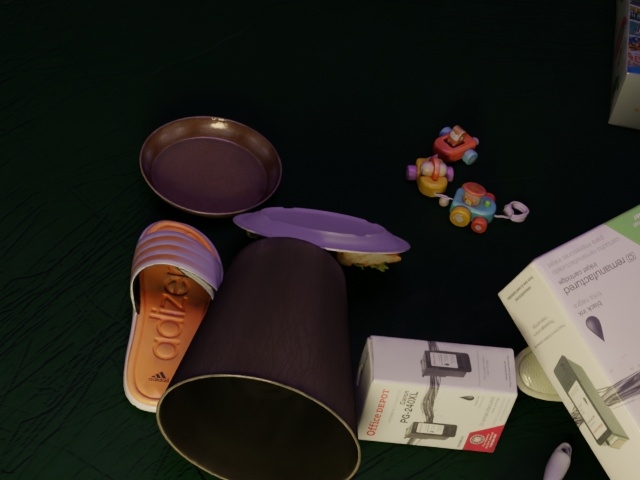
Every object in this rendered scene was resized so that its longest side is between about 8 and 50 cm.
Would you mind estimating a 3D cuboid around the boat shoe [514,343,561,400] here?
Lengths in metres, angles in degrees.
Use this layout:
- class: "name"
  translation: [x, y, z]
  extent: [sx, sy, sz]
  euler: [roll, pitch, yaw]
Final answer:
- class: "boat shoe"
  translation: [0.307, 0.124, 1.643]
  extent: [0.233, 0.079, 0.084]
  euler: [-14, 90, -20]

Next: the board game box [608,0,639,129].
- class: "board game box"
  translation: [0.515, -0.261, 2.040]
  extent: [0.224, 0.097, 0.303]
  euler: [13, 46, 1]

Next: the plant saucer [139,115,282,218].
- class: "plant saucer"
  translation: [-0.130, -0.082, 1.774]
  extent: [0.169, 0.029, 0.168]
  euler: [6, 45, -6]

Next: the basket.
- class: "basket"
  translation: [-0.048, 0.115, 1.517]
  extent: [0.204, 0.154, 0.226]
  euler: [22, 39, -12]

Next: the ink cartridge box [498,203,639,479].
- class: "ink cartridge box"
  translation: [0.345, 0.113, 1.545]
  extent: [0.198, 0.115, 0.272]
  euler: [-26, 77, -22]

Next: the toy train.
- class: "toy train"
  translation: [0.178, -0.083, 1.828]
  extent: [0.125, 0.046, 0.166]
  euler: [-20, 53, -28]

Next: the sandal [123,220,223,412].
- class: "sandal"
  translation: [-0.153, 0.062, 1.594]
  extent: [0.102, 0.076, 0.265]
  euler: [6, 45, -6]

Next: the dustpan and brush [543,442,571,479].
- class: "dustpan and brush"
  translation: [0.218, 0.271, 1.491]
  extent: [0.147, 0.060, 0.211]
  euler: [31, 53, 4]

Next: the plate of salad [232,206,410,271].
- class: "plate of salad"
  translation: [0.000, 0.000, 1.669]
  extent: [0.200, 0.048, 0.200]
  euler: [8, 10, -2]

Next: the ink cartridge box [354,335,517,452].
- class: "ink cartridge box"
  translation: [0.113, 0.158, 1.533]
  extent: [0.151, 0.109, 0.063]
  euler: [6, 49, -6]
